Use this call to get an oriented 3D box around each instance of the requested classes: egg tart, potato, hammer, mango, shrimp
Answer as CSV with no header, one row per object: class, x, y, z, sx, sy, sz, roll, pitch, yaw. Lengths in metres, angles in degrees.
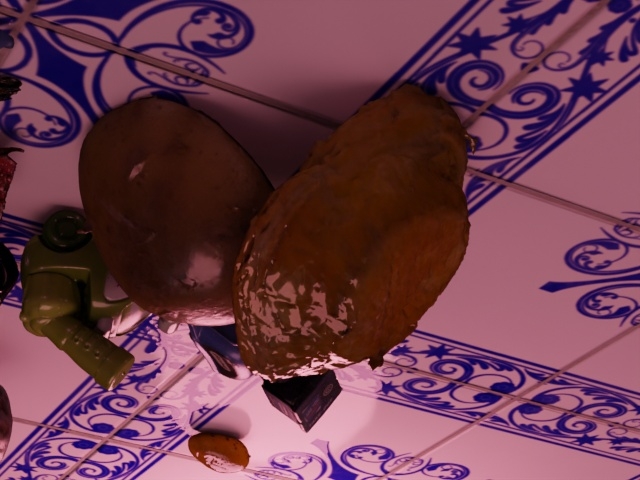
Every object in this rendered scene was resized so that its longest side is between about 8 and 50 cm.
egg tart,0.056,0.027,1.593,0.351,0.153,0.339,-36,144,-25
potato,-0.171,-0.007,1.604,0.239,0.116,0.299,-20,111,29
hammer,-0.188,0.113,2.010,0.083,0.031,0.052,2,153,-14
mango,-0.173,0.358,2.397,0.114,0.057,0.079,25,146,-21
shrimp,-0.397,-0.166,1.508,0.161,0.091,0.034,8,106,-25

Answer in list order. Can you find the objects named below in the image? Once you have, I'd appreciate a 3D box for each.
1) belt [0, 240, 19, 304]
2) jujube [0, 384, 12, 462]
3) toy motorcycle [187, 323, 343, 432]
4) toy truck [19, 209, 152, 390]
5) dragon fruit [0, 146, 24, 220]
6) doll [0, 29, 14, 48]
belt,-0.530,0.057,1.809,0.289,0.164,0.184,-10,122,21
jujube,-0.611,0.244,2.051,0.308,0.246,0.215,22,104,-41
toy motorcycle,-0.085,0.108,1.830,0.212,0.125,0.358,32,162,25
toy truck,-0.300,0.072,1.793,0.187,0.211,0.148,24,147,-3
dragon fruit,-0.420,-0.070,1.665,0.102,0.096,0.147,6,119,-28
doll,-0.415,-0.210,1.436,0.205,0.067,0.110,2,169,-15
